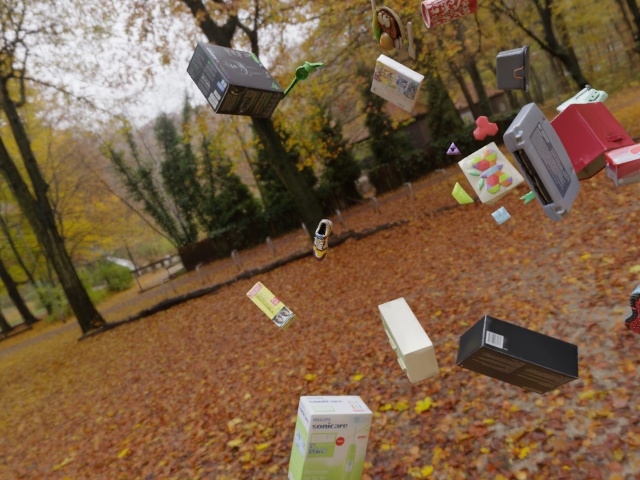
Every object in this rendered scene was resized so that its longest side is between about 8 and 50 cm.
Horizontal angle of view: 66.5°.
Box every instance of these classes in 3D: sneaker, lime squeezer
[{"bbox_3d":[1.152,0.235,1.713,0.104,0.262,0.125,27,62,39],"label":"sneaker"},{"bbox_3d":[0.000,0.000,2.099,0.069,0.186,0.084,11,4,17],"label":"sneaker"},{"bbox_3d":[1.002,-0.470,1.779,0.151,0.094,0.256,-42,43,17],"label":"sneaker"},{"bbox_3d":[-0.068,-0.688,2.006,0.310,0.059,0.110,-17,31,52],"label":"lime squeezer"}]

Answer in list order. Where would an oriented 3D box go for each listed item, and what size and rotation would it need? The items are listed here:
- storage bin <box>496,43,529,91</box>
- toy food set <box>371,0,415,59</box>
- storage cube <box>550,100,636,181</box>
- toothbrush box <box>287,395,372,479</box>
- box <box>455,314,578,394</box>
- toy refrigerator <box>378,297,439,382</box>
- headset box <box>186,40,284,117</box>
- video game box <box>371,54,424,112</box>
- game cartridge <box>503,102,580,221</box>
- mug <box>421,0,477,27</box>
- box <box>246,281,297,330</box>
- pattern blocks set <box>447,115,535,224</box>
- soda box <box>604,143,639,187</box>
[{"bbox_3d":[0.600,-0.531,1.526,0.091,0.135,0.098,3,34,30],"label":"storage bin"},{"bbox_3d":[0.193,-0.597,1.391,0.038,0.192,0.132,-33,-35,-8],"label":"toy food set"},{"bbox_3d":[0.864,-0.323,1.622,0.183,0.193,0.215,-13,-23,-31],"label":"storage cube"},{"bbox_3d":[0.028,0.644,1.532,0.206,0.283,0.122,7,7,-20],"label":"toothbrush box"},{"bbox_3d":[0.537,0.320,1.351,0.184,0.261,0.103,107,-177,-57],"label":"box"},{"bbox_3d":[0.247,0.283,1.423,0.094,0.102,0.269,-19,23,-2],"label":"toy refrigerator"},{"bbox_3d":[-0.307,-0.590,1.821,0.283,0.246,0.131,-9,-34,-47],"label":"headset box"},{"bbox_3d":[0.319,-0.659,2.058,0.048,0.205,0.187,-53,-12,-20],"label":"video game box"},{"bbox_3d":[0.617,-0.221,1.347,0.196,0.294,0.060,-46,17,-33],"label":"game cartridge"},{"bbox_3d":[0.443,-0.842,1.721,0.169,0.150,0.113,-21,-8,6],"label":"mug"},{"bbox_3d":[-0.212,0.284,2.120,0.087,0.232,0.058,-45,-26,-9],"label":"box"},{"bbox_3d":[0.570,-0.229,1.639,0.285,0.325,0.026,-46,-16,10],"label":"pattern blocks set"},{"bbox_3d":[0.992,-0.243,1.431,0.263,0.083,0.092,-15,30,14],"label":"soda box"}]
